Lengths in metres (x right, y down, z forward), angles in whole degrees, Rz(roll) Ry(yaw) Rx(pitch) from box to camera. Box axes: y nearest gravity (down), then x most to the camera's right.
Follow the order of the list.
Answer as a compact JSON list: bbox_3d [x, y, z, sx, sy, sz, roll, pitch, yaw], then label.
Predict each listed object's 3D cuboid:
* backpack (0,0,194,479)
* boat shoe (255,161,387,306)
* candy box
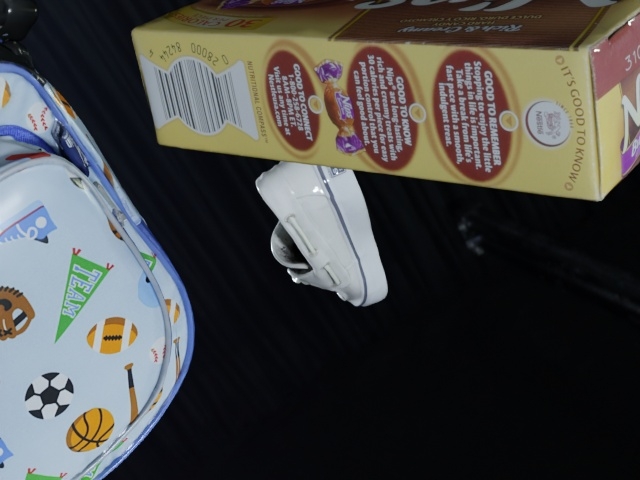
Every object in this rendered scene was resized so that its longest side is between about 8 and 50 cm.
[{"bbox_3d":[-0.202,0.043,0.643,0.276,0.263,0.213,-38,-137,-7],"label":"backpack"},{"bbox_3d":[0.000,0.000,0.980,0.088,0.267,0.096,-25,-112,-3],"label":"boat shoe"},{"bbox_3d":[0.036,-0.067,0.395,0.187,0.053,0.109,9,-148,38],"label":"candy box"}]
